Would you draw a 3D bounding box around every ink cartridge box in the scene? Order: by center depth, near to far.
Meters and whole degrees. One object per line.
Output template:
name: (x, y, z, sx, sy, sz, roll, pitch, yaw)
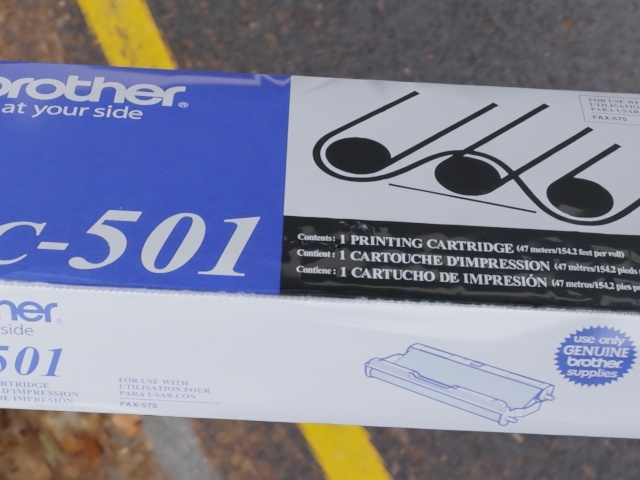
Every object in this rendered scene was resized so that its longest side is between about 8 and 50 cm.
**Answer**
ink cartridge box: (0.000, 0.000, 0.391, 0.207, 0.097, 0.046, 2, 129, -2)
